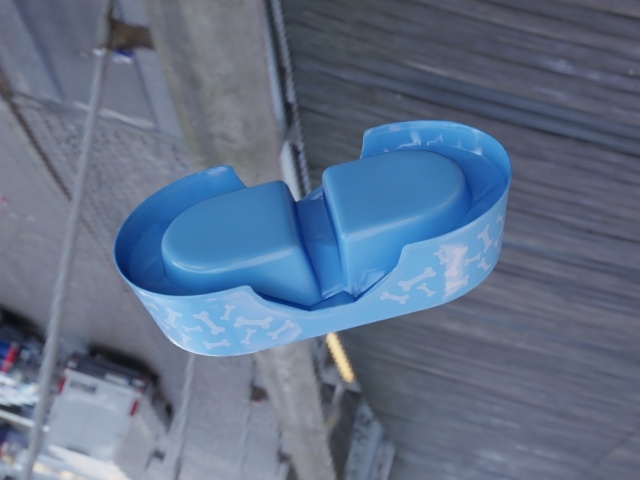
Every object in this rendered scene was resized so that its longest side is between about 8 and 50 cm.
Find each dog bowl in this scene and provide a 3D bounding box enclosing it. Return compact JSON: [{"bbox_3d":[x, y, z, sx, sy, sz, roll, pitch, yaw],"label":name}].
[{"bbox_3d":[0.000,0.000,0.942,0.297,0.166,0.074,-15,124,0],"label":"dog bowl"}]
